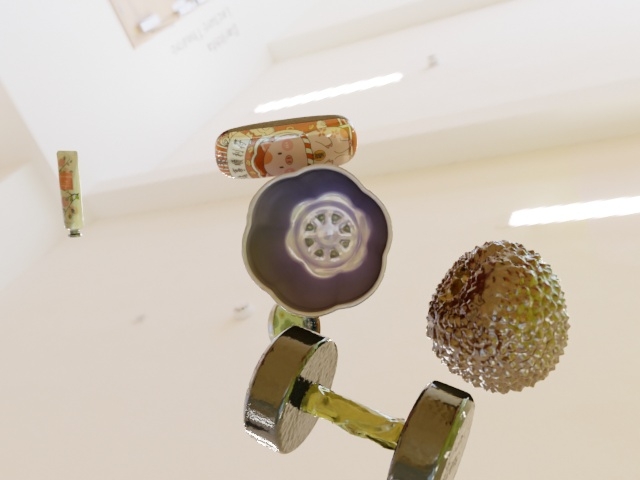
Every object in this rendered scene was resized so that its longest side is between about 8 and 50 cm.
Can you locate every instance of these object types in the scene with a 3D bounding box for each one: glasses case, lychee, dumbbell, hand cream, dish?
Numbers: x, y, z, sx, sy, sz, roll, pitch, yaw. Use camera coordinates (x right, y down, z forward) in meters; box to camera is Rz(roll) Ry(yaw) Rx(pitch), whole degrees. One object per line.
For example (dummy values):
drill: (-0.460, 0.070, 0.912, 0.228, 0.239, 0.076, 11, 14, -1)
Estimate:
glasses case: (-0.064, -0.173, 1.481, 0.267, 0.103, 0.067, -9, -138, -2)
lychee: (0.330, 0.144, 1.436, 0.267, 0.267, 0.267, -19, -154, 10)
dumbbell: (0.061, 0.279, 1.250, 0.322, 0.203, 0.204, 20, -136, 21)
hand cream: (-0.668, -0.124, 2.132, 0.080, 0.234, 0.050, 4, -166, 28)
dish: (-0.075, 0.186, 1.693, 0.078, 0.141, 0.141, -13, -154, 42)

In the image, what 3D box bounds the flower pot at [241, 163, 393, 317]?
flower pot: (0.000, 0.000, 1.467, 0.265, 0.265, 0.243, -22, 179, 3)
